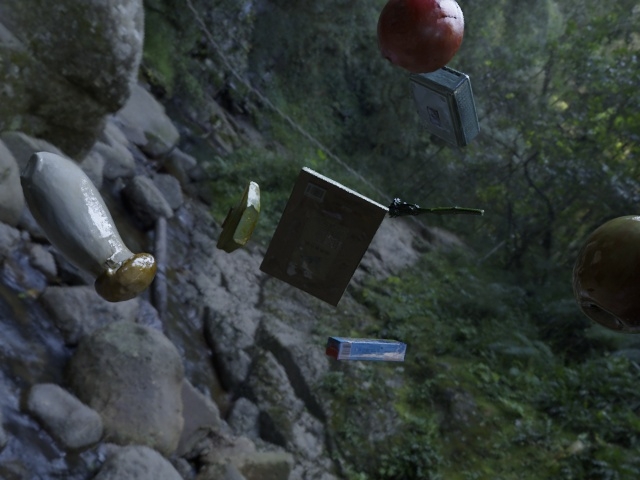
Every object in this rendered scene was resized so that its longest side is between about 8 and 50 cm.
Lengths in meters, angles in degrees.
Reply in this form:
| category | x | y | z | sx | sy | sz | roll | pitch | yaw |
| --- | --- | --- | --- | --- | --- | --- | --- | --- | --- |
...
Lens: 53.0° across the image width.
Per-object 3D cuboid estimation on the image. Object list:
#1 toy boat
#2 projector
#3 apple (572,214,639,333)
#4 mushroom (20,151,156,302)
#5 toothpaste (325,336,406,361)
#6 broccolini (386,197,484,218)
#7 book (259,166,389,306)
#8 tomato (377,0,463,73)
| category | x | y | z | sx | sy | sz | roll | pitch | yaw |
| --- | --- | --- | --- | --- | --- | --- | --- | --- | --- |
| toy boat | -0.182 | -0.051 | 1.450 | 0.066 | 0.172 | 0.065 | 27 | 1 | 44 |
| projector | 0.384 | -0.426 | 2.015 | 0.192 | 0.099 | 0.257 | 39 | -12 | 38 |
| apple | 0.671 | 0.080 | 1.364 | 0.257 | 0.234 | 0.257 | 34 | -15 | 11 |
| mushroom | -0.422 | -0.028 | 1.134 | 0.350 | 0.128 | 0.128 | 43 | 2 | 22 |
| toothpaste | 0.100 | 0.245 | 1.462 | 0.193 | 0.044 | 0.070 | 9 | 2 | -34 |
| broccolini | 0.252 | -0.062 | 1.426 | 0.218 | 0.042 | 0.044 | 7 | -14 | 22 |
| book | 0.000 | 0.000 | 1.508 | 0.217 | 0.310 | 0.021 | 26 | 34 | 0 |
| tomato | 0.241 | -0.513 | 1.549 | 0.208 | 0.184 | 0.208 | 13 | 40 | -11 |
